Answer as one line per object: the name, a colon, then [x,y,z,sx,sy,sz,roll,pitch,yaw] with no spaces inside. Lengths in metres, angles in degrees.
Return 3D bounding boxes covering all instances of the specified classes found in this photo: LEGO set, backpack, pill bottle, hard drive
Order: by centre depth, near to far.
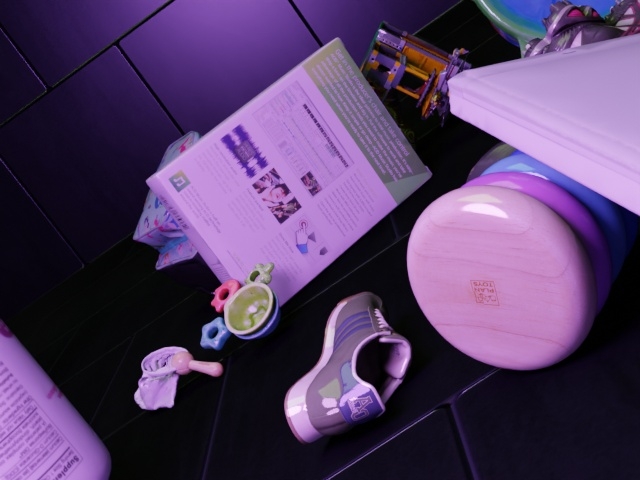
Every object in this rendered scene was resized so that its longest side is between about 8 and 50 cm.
hard drive: [0.242,-0.086,0.723,0.203,0.040,0.307,-14,23,-14]
pill bottle: [-0.284,0.185,0.915,0.160,0.283,0.160,-34,12,8]
backpack: [-0.155,-0.065,1.605,0.225,0.191,0.253,-17,44,63]
LEGO set: [0.133,-0.193,1.644,0.331,0.192,0.255,-78,14,-78]

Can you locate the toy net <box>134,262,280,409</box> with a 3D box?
toy net: [-0.146,0.114,1.276,0.232,0.045,0.122,-34,47,13]

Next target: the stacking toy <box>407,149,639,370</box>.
stacking toy: [0.204,-0.041,0.832,0.141,0.141,0.330,-24,11,45]

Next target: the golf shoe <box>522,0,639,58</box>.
golf shoe: [0.339,-0.201,1.167,0.273,0.120,0.105,-20,-34,-40]

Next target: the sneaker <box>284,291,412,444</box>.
sneaker: [0.043,0.098,0.896,0.086,0.064,0.192,-20,18,30]

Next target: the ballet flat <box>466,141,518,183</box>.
ballet flat: [0.238,-0.096,1.163,0.173,0.057,0.049,-32,-28,13]

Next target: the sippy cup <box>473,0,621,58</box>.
sippy cup: [0.295,-0.341,1.355,0.305,0.240,0.224,-47,-6,3]

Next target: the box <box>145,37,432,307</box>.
box: [-0.033,-0.081,1.390,0.322,0.232,0.058,-40,13,-21]
